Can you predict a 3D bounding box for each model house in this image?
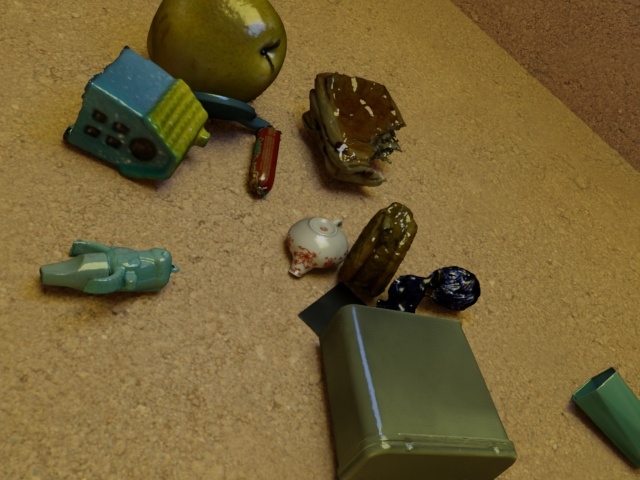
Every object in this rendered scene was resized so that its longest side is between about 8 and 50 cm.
[{"bbox_3d":[-0.425,-0.294,1.570,0.303,0.215,0.237,29,39,-11],"label":"model house"}]

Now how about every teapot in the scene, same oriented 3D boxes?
[{"bbox_3d":[0.000,0.000,1.640,0.159,0.116,0.245,22,28,26],"label":"teapot"}]

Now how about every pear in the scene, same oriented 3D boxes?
[{"bbox_3d":[-0.289,-0.555,1.789,0.419,0.362,0.362,18,29,34],"label":"pear"}]

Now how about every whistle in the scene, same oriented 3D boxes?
[{"bbox_3d":[-0.421,0.063,1.304,0.274,0.093,0.186,-1,24,-31],"label":"whistle"}]

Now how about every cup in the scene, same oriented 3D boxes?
[{"bbox_3d":[0.785,0.465,1.668,0.235,0.134,0.148,53,16,9],"label":"cup"}]

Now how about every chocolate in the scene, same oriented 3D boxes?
[{"bbox_3d":[0.261,0.130,1.643,0.343,0.148,0.126,-5,45,-39],"label":"chocolate"}]

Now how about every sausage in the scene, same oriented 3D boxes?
[{"bbox_3d":[-0.153,-0.212,1.762,0.083,0.083,0.263,20,42,-16],"label":"sausage"}]

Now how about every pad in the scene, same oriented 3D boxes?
[{"bbox_3d":[0.041,0.176,1.555,0.116,0.004,0.193,43,41,12],"label":"pad"}]

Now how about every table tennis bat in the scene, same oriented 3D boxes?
[{"bbox_3d":[-0.264,-0.356,1.782,0.329,0.215,0.044,11,85,-50],"label":"table tennis bat"}]

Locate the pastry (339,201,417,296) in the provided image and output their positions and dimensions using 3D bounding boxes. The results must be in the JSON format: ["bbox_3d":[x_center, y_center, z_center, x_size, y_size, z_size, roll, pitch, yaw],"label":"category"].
[{"bbox_3d":[0.159,0.024,1.611,0.132,0.235,0.240,34,29,-5],"label":"pastry"}]

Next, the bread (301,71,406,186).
[{"bbox_3d":[0.105,-0.320,1.962,0.314,0.191,0.369,5,59,-37],"label":"bread"}]

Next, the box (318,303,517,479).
[{"bbox_3d":[0.191,0.331,1.366,0.352,0.177,0.343,11,45,-24],"label":"box"}]
